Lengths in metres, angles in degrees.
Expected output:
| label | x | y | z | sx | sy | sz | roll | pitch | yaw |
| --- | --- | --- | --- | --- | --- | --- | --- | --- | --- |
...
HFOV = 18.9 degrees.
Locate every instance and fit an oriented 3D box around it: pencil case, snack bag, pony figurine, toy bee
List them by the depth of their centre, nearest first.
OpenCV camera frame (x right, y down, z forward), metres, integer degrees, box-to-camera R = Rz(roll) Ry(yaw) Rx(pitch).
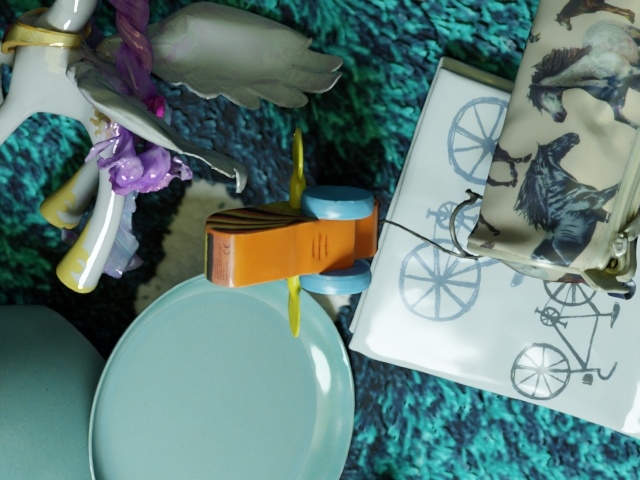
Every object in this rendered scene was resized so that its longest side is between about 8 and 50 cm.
| label | x | y | z | sx | sy | sz | roll | pitch | yaw |
| --- | --- | --- | --- | --- | --- | --- | --- | --- | --- |
| pencil case | 0.277 | -0.155 | 1.800 | 0.183 | 0.160 | 0.410 | 22 | 97 | 42 |
| pony figurine | -0.202 | -0.136 | 1.858 | 0.351 | 0.303 | 0.363 | 32 | 121 | 6 |
| toy bee | 0.000 | 0.000 | 1.884 | 0.298 | 0.162 | 0.195 | 18 | 93 | -33 |
| snack bag | 0.233 | 0.012 | 1.952 | 0.342 | 0.037 | 0.323 | 17 | 106 | 1 |

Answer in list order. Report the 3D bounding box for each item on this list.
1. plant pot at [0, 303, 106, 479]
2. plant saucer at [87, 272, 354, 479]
| label | x | y | z | sx | sy | sz | roll | pitch | yaw |
| --- | --- | --- | --- | --- | --- | --- | --- | --- | --- |
| plant pot | -0.315 | 0.177 | 1.949 | 0.195 | 0.290 | 0.290 | -42 | 99 | -21 |
| plant saucer | -0.103 | 0.182 | 1.944 | 0.317 | 0.043 | 0.318 | -6 | 100 | -35 |
